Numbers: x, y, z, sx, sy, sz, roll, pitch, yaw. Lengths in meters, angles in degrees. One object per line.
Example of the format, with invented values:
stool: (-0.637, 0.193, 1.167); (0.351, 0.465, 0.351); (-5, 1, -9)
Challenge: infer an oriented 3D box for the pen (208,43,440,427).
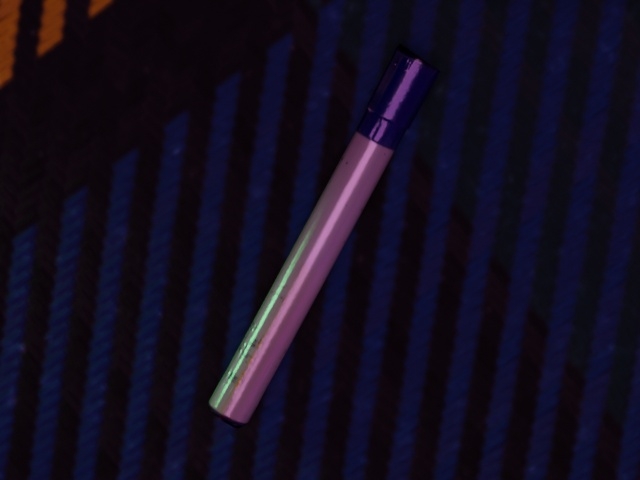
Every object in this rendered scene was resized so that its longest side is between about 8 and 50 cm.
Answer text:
pen: (0.001, 0.000, 1.249); (0.033, 0.033, 0.269); (28, 98, -1)
